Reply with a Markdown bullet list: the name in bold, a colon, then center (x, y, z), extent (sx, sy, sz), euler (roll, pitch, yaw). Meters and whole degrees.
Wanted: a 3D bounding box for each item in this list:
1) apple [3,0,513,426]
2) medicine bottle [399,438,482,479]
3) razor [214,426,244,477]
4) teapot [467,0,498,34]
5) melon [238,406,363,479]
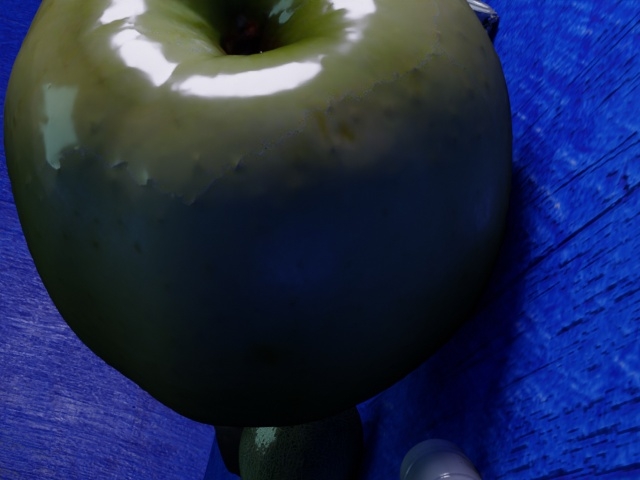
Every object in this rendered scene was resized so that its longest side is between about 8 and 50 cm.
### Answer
- **apple**: center (-0.050, -0.059, 1.029), extent (0.473, 0.473, 0.474), euler (-164, 90, -83)
- **medicine bottle**: center (0.092, 0.188, 0.863), extent (0.091, 0.058, 0.058), euler (-115, 41, -79)
- **razor**: center (-0.090, 0.121, 1.468), extent (0.204, 0.113, 0.349), euler (-24, -83, -62)
- **teapot**: center (0.113, -0.176, 1.283), extent (0.077, 0.107, 0.200), euler (-85, 13, -68)
- **melon**: center (-0.021, 0.231, 1.318), extent (0.139, 0.139, 0.192), euler (-96, 20, -71)
